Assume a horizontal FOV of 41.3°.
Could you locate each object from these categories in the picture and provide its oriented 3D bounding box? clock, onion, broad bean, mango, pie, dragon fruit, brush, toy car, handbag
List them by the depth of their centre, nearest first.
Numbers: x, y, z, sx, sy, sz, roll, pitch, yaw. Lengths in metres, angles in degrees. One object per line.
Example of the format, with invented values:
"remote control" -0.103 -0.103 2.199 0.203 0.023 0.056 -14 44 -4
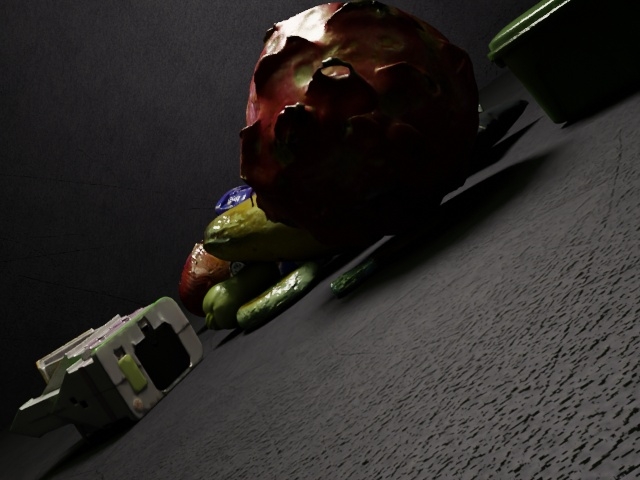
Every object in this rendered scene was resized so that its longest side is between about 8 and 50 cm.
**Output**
"brush" 0.098 0.017 1.202 0.196 0.021 0.070 -33 4 1
"dragon fruit" 0.044 -0.135 1.227 0.386 0.371 0.249 -23 34 28
"pie" -0.074 0.094 1.513 0.186 0.041 0.187 -36 4 3
"clock" -0.397 0.253 1.527 0.309 0.166 0.235 -24 10 30
"handbag" 0.240 -0.162 1.544 0.254 0.089 0.211 -33 0 43
"mango" -0.050 -0.033 1.561 0.329 0.176 0.176 -22 -22 19
"broad bean" -0.147 0.108 1.608 0.174 0.082 0.124 -30 -29 -31
"toy car" -0.128 -0.021 1.957 0.158 0.235 0.172 -17 16 37
"onion" -0.227 0.090 2.043 0.230 0.163 0.230 -49 -30 -41

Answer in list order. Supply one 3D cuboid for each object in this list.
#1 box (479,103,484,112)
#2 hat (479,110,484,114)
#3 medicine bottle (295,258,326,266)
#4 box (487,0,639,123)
"box" 0.340 -0.277 2.009 0.122 0.084 0.069 -32 -2 22
"hat" 0.295 -0.203 1.669 0.121 0.050 0.121 -15 -23 -6
"medicine bottle" 0.000 0.000 1.756 0.074 0.074 0.218 -34 3 17
"box" 0.435 -0.325 1.264 0.328 0.178 0.252 -37 6 -35
